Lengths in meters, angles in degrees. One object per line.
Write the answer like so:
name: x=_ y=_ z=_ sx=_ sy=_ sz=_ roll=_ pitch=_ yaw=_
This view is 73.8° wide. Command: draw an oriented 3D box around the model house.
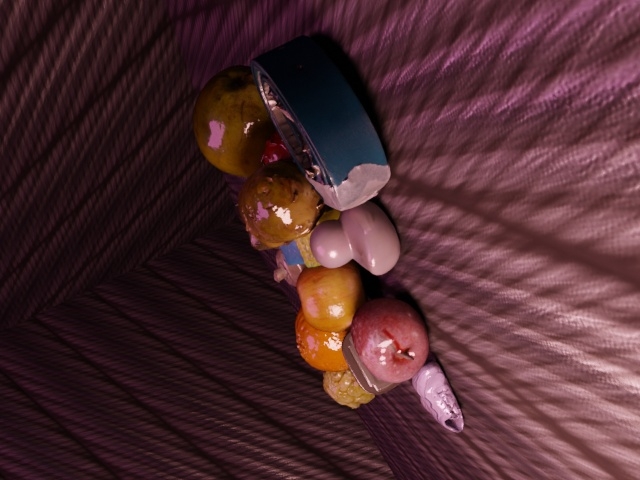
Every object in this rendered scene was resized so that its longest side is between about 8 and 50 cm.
model house: x=-0.023 y=-0.054 z=1.423 sx=0.303 sy=0.215 sz=0.237 roll=2 pitch=118 yaw=63

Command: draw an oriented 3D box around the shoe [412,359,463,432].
shoe: x=0.355 y=0.463 z=1.261 sx=0.137 sy=0.095 sz=0.245 roll=37 pitch=155 yaw=51

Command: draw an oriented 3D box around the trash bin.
trash bin: x=0.184 y=0.382 z=1.465 sx=0.220 sy=0.219 sz=0.250 roll=63 pitch=172 yaw=9

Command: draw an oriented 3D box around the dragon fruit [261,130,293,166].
dragon fruit: x=-0.090 y=-0.268 z=1.331 sx=0.210 sy=0.172 sz=0.172 roll=-53 pitch=56 yaw=28

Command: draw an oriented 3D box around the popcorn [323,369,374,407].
popcorn: x=0.152 y=0.607 z=1.903 sx=0.293 sy=0.292 sz=0.237 roll=39 pitch=123 yaw=57

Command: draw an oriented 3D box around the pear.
pear: x=-0.273 y=-0.396 z=1.462 sx=0.352 sy=0.351 sz=0.413 roll=57 pitch=155 yaw=22

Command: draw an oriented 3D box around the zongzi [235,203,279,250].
zongzi: x=-0.260 y=-0.261 z=2.065 sx=0.500 sy=0.218 sz=0.467 roll=-117 pitch=34 yaw=-54

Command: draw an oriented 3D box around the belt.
belt: x=-0.006 y=-0.279 z=1.031 sx=0.437 sy=0.173 sz=0.300 roll=62 pitch=175 yaw=16

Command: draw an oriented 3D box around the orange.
orange: x=0.041 y=0.371 z=1.748 sx=0.340 sy=0.293 sz=0.341 roll=160 pitch=90 yaw=-75

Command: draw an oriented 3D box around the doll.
doll: x=0.083 y=0.006 z=1.147 sx=0.251 sy=0.221 sz=0.221 roll=47 pitch=158 yaw=44

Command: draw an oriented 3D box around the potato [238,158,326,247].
potato: x=-0.139 y=-0.091 z=1.229 sx=0.246 sy=0.196 sz=0.299 roll=49 pitch=127 yaw=-2

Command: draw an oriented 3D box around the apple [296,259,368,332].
apple: x=0.042 y=0.190 z=1.485 sx=0.286 sy=0.232 sz=0.286 roll=-14 pitch=-90 yaw=-85

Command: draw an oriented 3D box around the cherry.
cherry: x=0.202 y=0.284 z=1.224 sx=0.285 sy=0.212 sz=0.236 roll=-157 pitch=75 yaw=-66

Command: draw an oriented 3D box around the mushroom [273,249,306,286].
mushroom: x=-0.154 y=0.142 z=2.228 sx=0.246 sy=0.202 sz=0.246 roll=43 pitch=154 yaw=27
